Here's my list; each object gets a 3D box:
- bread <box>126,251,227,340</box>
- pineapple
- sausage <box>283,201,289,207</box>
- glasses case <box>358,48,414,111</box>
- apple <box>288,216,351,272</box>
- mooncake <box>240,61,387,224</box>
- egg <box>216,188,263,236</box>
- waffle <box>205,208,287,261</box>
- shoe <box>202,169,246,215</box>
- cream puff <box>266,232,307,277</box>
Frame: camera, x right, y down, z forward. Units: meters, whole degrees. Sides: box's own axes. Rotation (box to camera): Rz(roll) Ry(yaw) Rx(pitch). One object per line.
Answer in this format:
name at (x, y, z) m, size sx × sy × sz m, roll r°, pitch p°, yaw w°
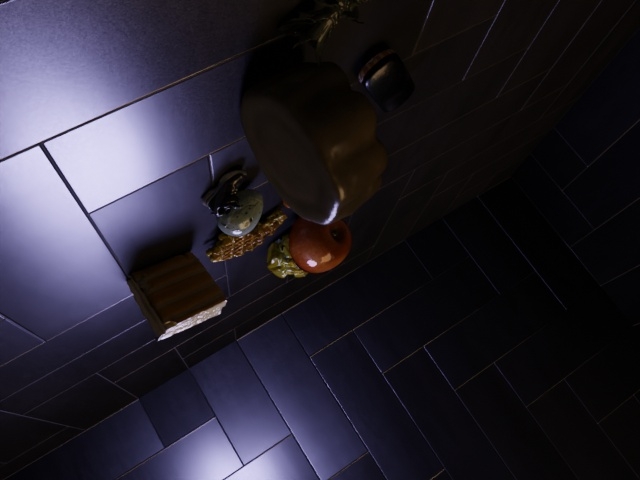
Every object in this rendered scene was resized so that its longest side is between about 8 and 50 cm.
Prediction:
bread at (-0.477, 0.176, 1.908) m, size 0.246 × 0.239 × 0.111 m, roll -24°, pitch 157°, yaw -38°
pineapple at (0.045, -0.486, 1.175) m, size 0.277 × 0.119 × 0.130 m, roll -40°, pitch -177°, yaw 28°
sausage at (-0.098, -0.175, 1.922) m, size 0.053 × 0.053 × 0.348 m, roll -31°, pitch 170°, yaw -11°
glasses case at (0.194, -0.449, 1.659) m, size 0.122 × 0.082 × 0.321 m, roll -36°, pitch 166°, yaw 13°
apple at (0.000, 0.000, 2.313) m, size 0.206 × 0.251 × 0.272 m, roll -14°, pitch 176°, yaw 40°
mooncake at (-0.008, -0.234, 1.367) m, size 0.201 × 0.378 × 0.378 m, roll -35°, pitch 167°, yaw -22°
egg at (-0.245, -0.088, 1.778) m, size 0.164 × 0.131 × 0.131 m, roll -49°, pitch 162°, yaw 12°
waffle at (-0.275, -0.014, 2.073) m, size 0.260 × 0.069 × 0.293 m, roll -41°, pitch 167°, yaw 32°
shoe at (-0.261, -0.126, 1.675) m, size 0.169 × 0.099 × 0.071 m, roll -41°, pitch 161°, yaw 21°
cream puff at (-0.139, 0.080, 2.454) m, size 0.195 × 0.194 × 0.221 m, roll -36°, pitch 161°, yaw 8°
